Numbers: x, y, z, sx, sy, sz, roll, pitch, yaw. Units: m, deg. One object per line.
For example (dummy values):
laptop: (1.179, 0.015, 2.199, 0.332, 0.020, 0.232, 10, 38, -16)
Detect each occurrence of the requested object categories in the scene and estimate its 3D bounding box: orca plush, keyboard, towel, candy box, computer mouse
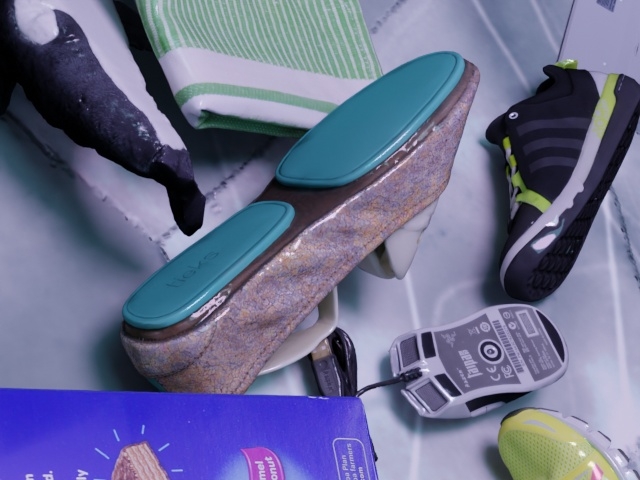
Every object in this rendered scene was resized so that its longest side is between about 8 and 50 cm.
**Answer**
orca plush: (-0.172, -0.106, 1.298, 0.287, 0.102, 0.151, 52, 19, 18)
keyboard: (0.244, -0.195, 1.635, 0.072, 0.014, 0.256, 25, 51, -7)
towel: (-0.061, -0.224, 1.370, 0.248, 0.038, 0.324, 2, 70, -55)
candy box: (-0.116, 0.221, 1.093, 0.317, 0.122, 0.268, 5, 60, -28)
computer mouse: (0.082, 0.094, 1.341, 0.193, 0.042, 0.106, -10, 62, -28)

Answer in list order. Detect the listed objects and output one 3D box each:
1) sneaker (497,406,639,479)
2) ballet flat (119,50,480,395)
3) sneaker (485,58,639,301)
sneaker: (0.170, 0.205, 1.293, 0.094, 0.081, 0.208, -22, 74, -35)
ballet flat: (0.000, 0.000, 1.295, 0.316, 0.108, 0.106, -40, 121, -23)
sneaker: (0.161, -0.048, 1.467, 0.097, 0.084, 0.234, 21, 47, 14)
